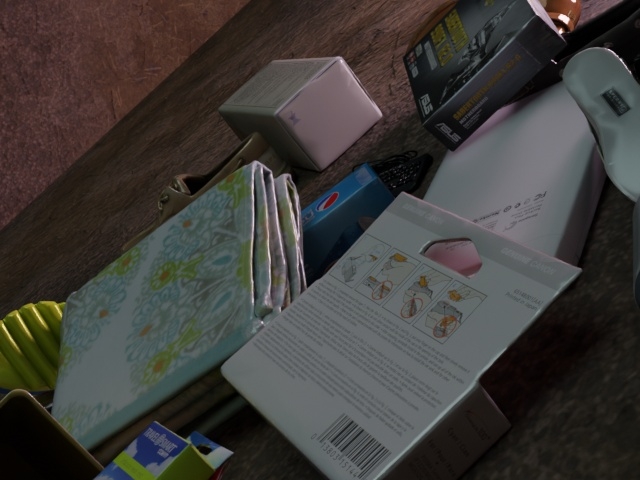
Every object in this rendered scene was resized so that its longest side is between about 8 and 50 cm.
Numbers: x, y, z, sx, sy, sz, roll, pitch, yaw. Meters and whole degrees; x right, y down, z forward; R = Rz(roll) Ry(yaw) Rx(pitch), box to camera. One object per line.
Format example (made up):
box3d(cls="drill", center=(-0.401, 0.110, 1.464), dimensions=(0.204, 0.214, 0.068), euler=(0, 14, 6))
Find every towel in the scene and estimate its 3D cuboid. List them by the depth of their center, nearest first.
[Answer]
box3d(cls="towel", center=(-0.169, 0.104, 1.339), dimensions=(0.374, 0.090, 0.320), euler=(-35, 33, 21))

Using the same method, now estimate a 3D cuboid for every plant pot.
box3d(cls="plant pot", center=(-0.314, 0.296, 1.150), dimensions=(0.212, 0.212, 0.187), euler=(-46, 9, -21))

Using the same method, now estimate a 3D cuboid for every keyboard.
box3d(cls="keyboard", center=(0.061, -0.078, 1.539), dimensions=(0.192, 0.038, 0.100), euler=(-21, 26, 38))

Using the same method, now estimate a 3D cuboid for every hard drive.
box3d(cls="hard drive", center=(0.196, -0.047, 1.220), dimensions=(0.233, 0.047, 0.353), euler=(-23, 26, 39))

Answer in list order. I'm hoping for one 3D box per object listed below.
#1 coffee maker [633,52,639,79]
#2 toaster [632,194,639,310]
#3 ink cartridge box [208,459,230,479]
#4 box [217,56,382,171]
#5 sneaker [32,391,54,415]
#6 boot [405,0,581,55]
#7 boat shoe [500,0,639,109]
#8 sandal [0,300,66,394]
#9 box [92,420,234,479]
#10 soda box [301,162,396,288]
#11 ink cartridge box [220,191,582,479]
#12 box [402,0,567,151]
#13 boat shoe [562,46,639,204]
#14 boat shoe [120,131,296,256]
box3d(cls="coffee maker", center=(0.399, -0.183, 1.098), dimensions=(0.178, 0.120, 0.171), euler=(-40, -5, -7))
box3d(cls="toaster", center=(0.308, -0.036, 0.805), dimensions=(0.146, 0.129, 0.227), euler=(-72, 6, -63))
box3d(cls="ink cartridge box", center=(-0.134, 0.301, 0.983), dimensions=(0.134, 0.078, 0.231), euler=(-27, 23, 29))
box3d(cls="box", center=(-0.041, -0.210, 1.882), dimensions=(0.148, 0.121, 0.311), euler=(-42, 20, -10))
box3d(cls="sneaker", center=(-0.394, 0.252, 1.559), dimensions=(0.209, 0.081, 0.094), euler=(-21, 24, 14))
box3d(cls="boot", center=(0.226, -0.254, 1.573), dimensions=(0.284, 0.109, 0.220), euler=(-19, 30, 27))
box3d(cls="boat shoe", center=(0.323, -0.233, 1.333), dimensions=(0.335, 0.095, 0.112), euler=(-24, 24, 35))
box3d(cls="sandal", center=(-0.334, 0.131, 1.590), dimensions=(0.317, 0.126, 0.138), euler=(-19, -5, -38))
box3d(cls="box", center=(-0.169, 0.231, 1.022), dimensions=(0.178, 0.042, 0.109), euler=(-44, 20, -17))
box3d(cls="soda box", center=(0.000, 0.000, 1.421), dimensions=(0.210, 0.071, 0.067), euler=(-37, 22, 5))
box3d(cls="ink cartridge box", center=(0.070, 0.096, 1.036), dimensions=(0.261, 0.066, 0.296), euler=(-43, 29, -9))
box3d(cls="box", center=(0.192, -0.230, 1.403), dimensions=(0.183, 0.056, 0.231), euler=(-44, 22, 21))
box3d(cls="boat shoe", center=(0.301, -0.098, 1.097), dimensions=(0.078, 0.070, 0.219), euler=(-29, 45, 15))
box3d(cls="boat shoe", center=(-0.202, -0.061, 1.852), dimensions=(0.341, 0.110, 0.121), euler=(-31, 21, 20))
